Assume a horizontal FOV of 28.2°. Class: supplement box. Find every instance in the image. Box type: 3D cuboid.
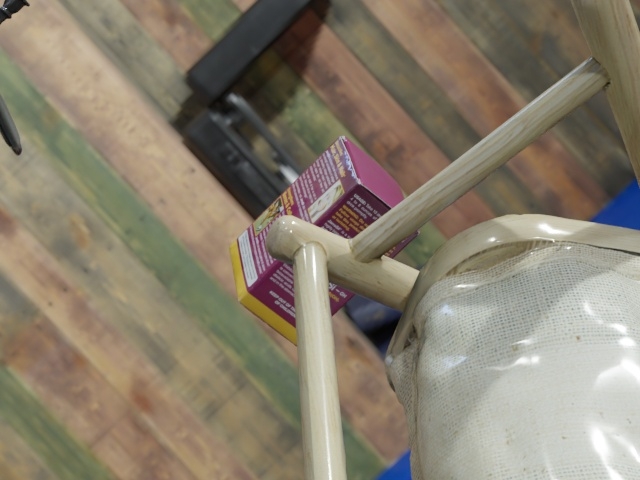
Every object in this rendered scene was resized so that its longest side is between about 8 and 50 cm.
[{"bbox_3d":[0.000,0.000,0.613,0.043,0.083,0.055,39,17,-25],"label":"supplement box"}]

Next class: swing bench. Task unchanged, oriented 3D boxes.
[{"bbox_3d":[0.126,0.094,0.422,0.254,0.165,0.253,41,25,-27],"label":"swing bench"}]

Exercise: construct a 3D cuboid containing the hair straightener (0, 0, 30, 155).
[{"bbox_3d":[-0.248,-0.165,0.878,0.047,0.089,0.230,-162,-127,-71],"label":"hair straightener"}]
